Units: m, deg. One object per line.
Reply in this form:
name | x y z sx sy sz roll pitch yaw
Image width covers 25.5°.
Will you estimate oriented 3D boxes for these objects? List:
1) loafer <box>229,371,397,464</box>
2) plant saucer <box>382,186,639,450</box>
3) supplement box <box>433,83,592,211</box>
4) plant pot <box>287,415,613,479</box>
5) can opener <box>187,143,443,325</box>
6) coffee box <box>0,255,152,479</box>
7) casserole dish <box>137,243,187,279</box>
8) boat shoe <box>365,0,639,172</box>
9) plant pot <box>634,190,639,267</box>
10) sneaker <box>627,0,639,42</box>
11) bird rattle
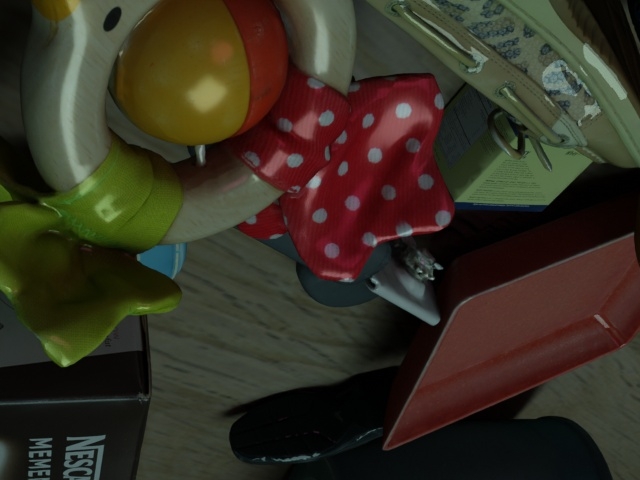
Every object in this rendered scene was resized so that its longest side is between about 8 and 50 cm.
loafer | 0.001 0.161 1.202 0.170 0.062 0.061 -9 155 -20
plant saucer | 0.173 0.051 1.108 0.259 0.047 0.258 -21 155 -22
supplement box | 0.123 -0.065 0.887 0.083 0.056 0.083 0 146 -35
plant pot | 0.101 0.291 1.316 0.255 0.271 0.271 6 144 -18
can opener | 0.000 0.000 0.896 0.093 0.074 0.280 -29 151 15
coffee box | -0.247 0.074 0.747 0.297 0.118 0.168 -1 148 -13
casserole dish | -0.157 0.010 0.844 0.188 0.037 0.114 -14 151 -13
boat shoe | 0.102 -0.115 0.750 0.089 0.104 0.285 -24 142 24
plant pot | 0.312 -0.059 0.908 0.205 0.205 0.188 -17 136 -10
sneaker | 0.227 -0.167 0.753 0.081 0.080 0.211 -9 151 -17
bird rattle | -0.045 -0.054 0.640 0.254 0.143 0.206 -15 131 -22
